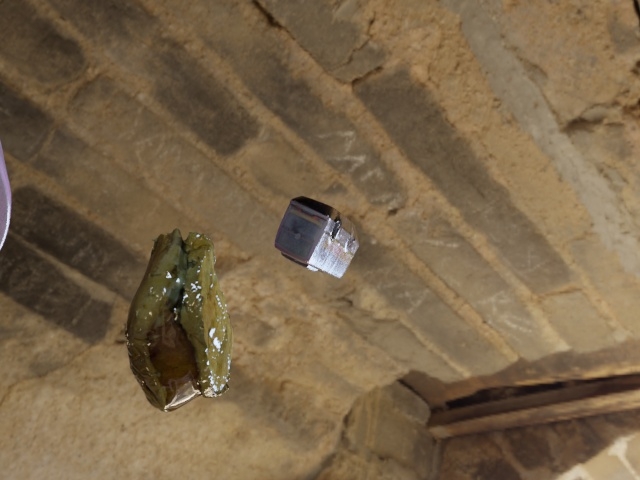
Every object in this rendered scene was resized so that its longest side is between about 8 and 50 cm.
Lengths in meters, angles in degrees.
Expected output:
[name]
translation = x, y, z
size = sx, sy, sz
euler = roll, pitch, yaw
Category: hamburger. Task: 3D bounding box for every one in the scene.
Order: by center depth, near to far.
[hamburger]
translation = -0.225, 0.152, 1.109
size = 0.132, 0.211, 0.309
euler = 0, -58, 7

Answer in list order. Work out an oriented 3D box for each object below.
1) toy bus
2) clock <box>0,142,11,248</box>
[toy bus]
translation = 0.000, 0.000, 0.797
size = 0.057, 0.072, 0.172
euler = 25, -2, 17
[clock]
translation = -0.422, -0.060, 0.534
size = 0.338, 0.102, 0.339
euler = -13, -54, -19
